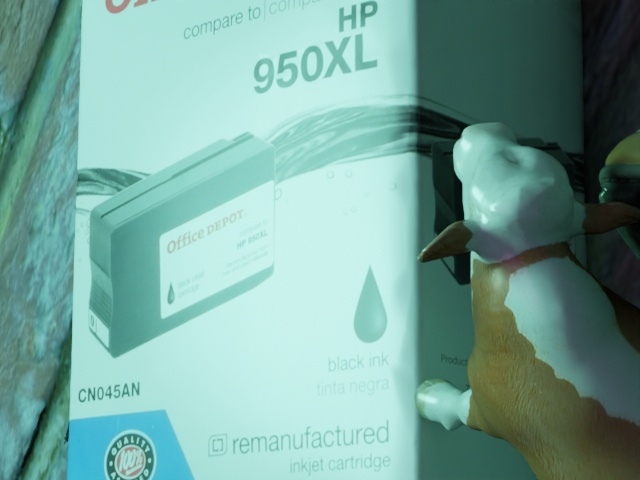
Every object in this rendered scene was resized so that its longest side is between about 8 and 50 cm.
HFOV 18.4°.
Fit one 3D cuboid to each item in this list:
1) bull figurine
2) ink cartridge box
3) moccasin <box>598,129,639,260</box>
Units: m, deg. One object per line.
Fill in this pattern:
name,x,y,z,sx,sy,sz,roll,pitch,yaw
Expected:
bull figurine,0.140,0.091,0.927,0.310,0.101,0.188,52,165,5
ink cartridge box,0.000,0.000,1.182,0.285,0.166,0.394,-10,74,41
moccasin,0.275,-0.029,0.822,0.380,0.139,0.147,-7,41,55
